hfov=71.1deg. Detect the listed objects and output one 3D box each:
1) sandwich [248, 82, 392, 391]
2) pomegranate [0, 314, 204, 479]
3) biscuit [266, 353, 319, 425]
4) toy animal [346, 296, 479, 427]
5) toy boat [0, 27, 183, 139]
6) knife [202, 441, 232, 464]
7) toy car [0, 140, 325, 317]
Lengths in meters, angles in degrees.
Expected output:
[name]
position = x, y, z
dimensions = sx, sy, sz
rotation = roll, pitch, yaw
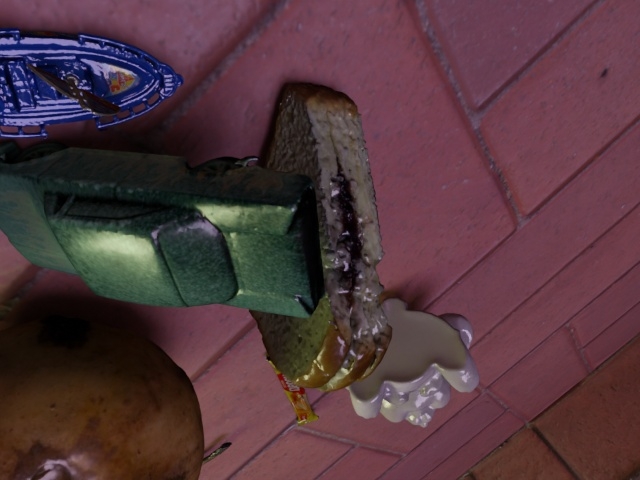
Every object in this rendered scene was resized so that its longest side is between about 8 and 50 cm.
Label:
[sandwich]
position = 0.004, 0.000, 0.504
dimensions = 0.100, 0.254, 0.288
rotation = 2, 122, -36
[pomegranate]
position = -0.294, 0.237, 0.499
dimensions = 0.323, 0.322, 0.321
rotation = -17, 133, -19
[biscuit]
position = -0.051, 0.296, 0.886
dimensions = 0.048, 0.026, 0.291
rotation = -12, 134, 3
[toy animal]
position = 0.169, 0.245, 0.873
dimensions = 0.272, 0.205, 0.265
rotation = -21, 145, 6
[toy boat]
position = -0.199, -0.123, 0.371
dimensions = 0.175, 0.110, 0.091
rotation = -13, 133, -25
[knife]
position = -0.271, 0.456, 0.886
dimensions = 0.222, 0.021, 0.045
rotation = -37, 136, 7
[toy car]
position = -0.158, -0.009, 0.395
dimensions = 0.321, 0.097, 0.141
rotation = 8, 134, 14
